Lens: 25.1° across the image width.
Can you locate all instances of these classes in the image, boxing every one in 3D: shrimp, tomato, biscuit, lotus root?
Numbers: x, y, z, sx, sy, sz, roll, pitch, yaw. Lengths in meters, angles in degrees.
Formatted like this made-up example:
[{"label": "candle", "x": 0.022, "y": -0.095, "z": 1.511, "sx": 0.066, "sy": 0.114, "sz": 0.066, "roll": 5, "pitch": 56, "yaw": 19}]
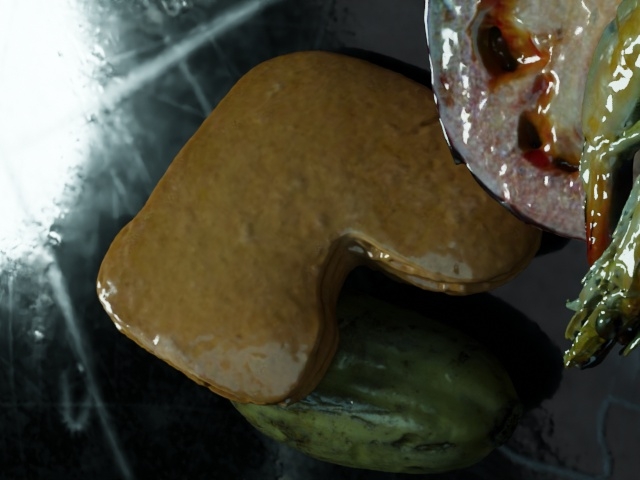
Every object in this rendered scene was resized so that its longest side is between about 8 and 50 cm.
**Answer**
[{"label": "shrimp", "x": 0.143, "y": -0.028, "z": 0.608, "sx": 0.101, "sy": 0.042, "sz": 0.190, "roll": 36, "pitch": 117, "yaw": 42}, {"label": "tomato", "x": 0.156, "y": -0.104, "z": 0.654, "sx": 0.225, "sy": 0.085, "sz": 0.225, "roll": 6, "pitch": 103, "yaw": 28}, {"label": "biscuit", "x": 0.000, "y": 0.000, "z": 0.723, "sx": 0.186, "sy": 0.036, "sz": 0.192, "roll": 33, "pitch": 81, "yaw": 22}, {"label": "lotus root", "x": 0.018, "y": 0.074, "z": 0.753, "sx": 0.179, "sy": 0.080, "sz": 0.089, "roll": 17, "pitch": 76, "yaw": 19}]
